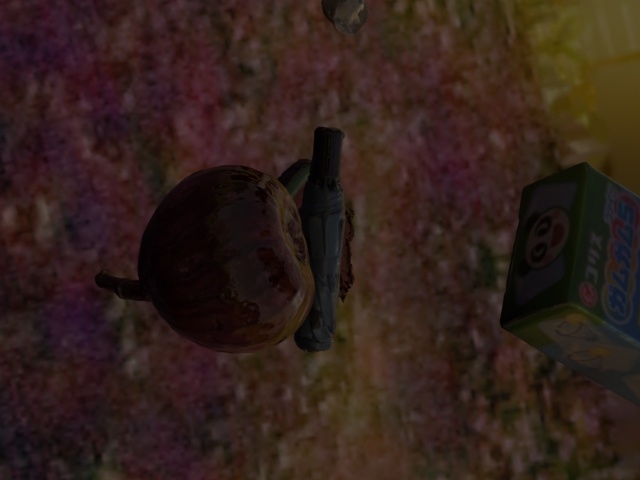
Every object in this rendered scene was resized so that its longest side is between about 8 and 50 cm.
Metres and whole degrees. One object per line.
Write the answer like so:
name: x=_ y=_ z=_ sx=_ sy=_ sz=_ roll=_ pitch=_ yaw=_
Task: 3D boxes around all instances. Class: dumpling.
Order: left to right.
dumpling: x=0.031 y=-0.297 z=1.744 sx=0.057 sy=0.052 sz=0.076 roll=45 pitch=9 yaw=-38

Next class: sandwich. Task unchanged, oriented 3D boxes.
sandwich: x=-0.036 y=0.004 z=1.857 sx=0.079 sy=0.159 sz=0.235 roll=-155 pitch=-116 yaw=-66

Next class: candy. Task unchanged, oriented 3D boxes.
candy: x=0.199 y=0.043 z=0.809 sx=0.194 sy=0.062 sz=0.097 roll=28 pitch=60 yaw=-26

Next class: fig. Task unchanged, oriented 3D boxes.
fig: x=-0.073 y=0.007 z=0.907 sx=0.128 sy=0.150 sz=0.128 roll=19 pitch=90 yaw=-87

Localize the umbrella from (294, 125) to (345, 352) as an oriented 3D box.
umbrella: x=-0.001 y=0.000 z=1.491 sx=0.053 sy=0.052 sz=0.250 roll=-66 pitch=160 yaw=-80
